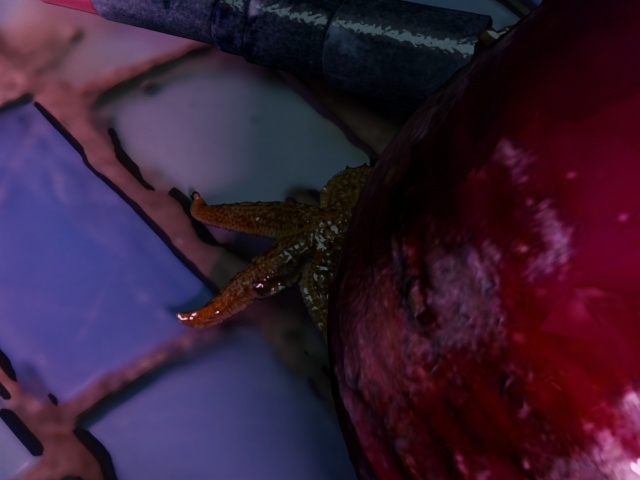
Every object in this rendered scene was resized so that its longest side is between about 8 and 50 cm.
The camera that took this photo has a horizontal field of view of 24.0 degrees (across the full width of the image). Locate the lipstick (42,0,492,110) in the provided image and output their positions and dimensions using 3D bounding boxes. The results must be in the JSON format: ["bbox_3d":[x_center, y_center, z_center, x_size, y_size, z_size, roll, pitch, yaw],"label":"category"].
[{"bbox_3d":[-0.035,-0.110,0.743,0.234,0.053,0.053,14,57,8],"label":"lipstick"}]

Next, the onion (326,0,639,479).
[{"bbox_3d":[0.177,0.007,0.552,0.337,0.260,0.281,-13,68,-19],"label":"onion"}]

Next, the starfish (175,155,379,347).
[{"bbox_3d":[-0.001,-0.004,0.682,0.133,0.041,0.130,25,58,12],"label":"starfish"}]
